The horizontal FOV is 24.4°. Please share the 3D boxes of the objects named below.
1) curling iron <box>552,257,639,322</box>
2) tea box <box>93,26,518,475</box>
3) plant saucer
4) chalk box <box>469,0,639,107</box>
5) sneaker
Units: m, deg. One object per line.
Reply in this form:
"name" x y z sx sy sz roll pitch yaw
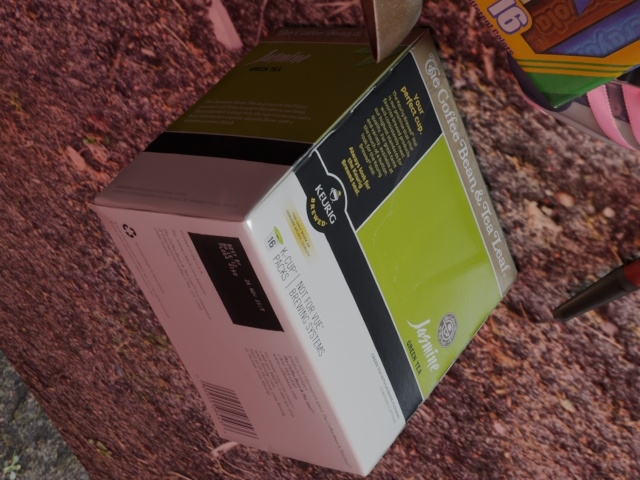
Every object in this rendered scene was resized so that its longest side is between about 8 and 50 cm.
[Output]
"curling iron" 0.311 0.022 1.487 0.068 0.035 0.274 46 147 4
"tea box" 0.000 0.000 1.530 0.220 0.323 0.329 8 133 41
"plant saucer" 0.043 -0.305 1.233 0.050 0.311 0.311 -10 133 2
"chalk box" 0.253 -0.255 1.096 0.179 0.180 0.289 50 148 -11
"sneaker" 0.310 -0.116 1.287 0.319 0.112 0.131 30 162 25
